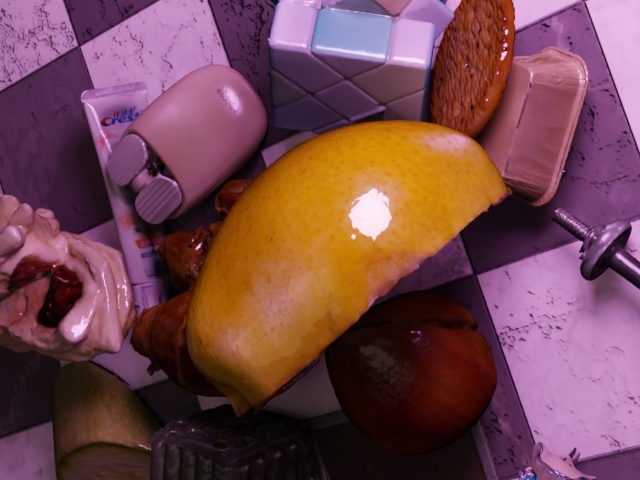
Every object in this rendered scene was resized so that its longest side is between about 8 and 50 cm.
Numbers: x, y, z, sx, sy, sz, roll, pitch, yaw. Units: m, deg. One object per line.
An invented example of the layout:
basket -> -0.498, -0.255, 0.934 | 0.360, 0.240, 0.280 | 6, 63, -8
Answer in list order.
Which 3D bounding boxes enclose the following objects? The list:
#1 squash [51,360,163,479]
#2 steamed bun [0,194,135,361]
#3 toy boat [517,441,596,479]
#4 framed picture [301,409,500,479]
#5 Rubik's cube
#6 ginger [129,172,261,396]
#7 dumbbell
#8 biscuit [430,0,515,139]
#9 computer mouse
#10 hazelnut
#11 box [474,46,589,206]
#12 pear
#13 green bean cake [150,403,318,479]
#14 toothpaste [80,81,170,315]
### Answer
squash -> -0.315, 0.289, 2.061 | 0.237, 0.155, 0.204 | -33, 116, 34
steamed bun -> -0.442, 0.040, 1.971 | 0.428, 0.189, 0.247 | 5, 86, 48
toy boat -> 0.263, 0.338, 1.635 | 0.084, 0.066, 0.210 | 30, 124, 32
framed picture -> 0.111, 0.306, 1.761 | 0.273, 0.016, 0.216 | -18, 87, 36
Rubik's cube -> 0.038, -0.255, 1.569 | 0.224, 0.265, 0.213 | 10, 64, 3
ginger -> -0.110, 0.076, 1.792 | 0.357, 0.152, 0.274 | -42, 74, 31
dumbbell -> 0.356, 0.044, 1.500 | 0.254, 0.081, 0.081 | 40, 119, 22
biscuit -> 0.174, -0.198, 1.556 | 0.188, 0.027, 0.188 | -168, 90, -71
computer mouse -> -0.178, -0.128, 1.823 | 0.236, 0.082, 0.145 | -38, 87, 21
hazelnut -> 0.100, 0.149, 1.617 | 0.208, 0.208, 0.208 | 7, 102, 34
box -> 0.241, -0.130, 1.546 | 0.111, 0.111, 0.177 | 23, 107, 30
pear -> 0.000, 0.000, 1.488 | 0.191, 0.386, 0.340 | 51, 158, 1
green bean cake -> -0.116, 0.285, 1.809 | 0.173, 0.181, 0.094 | 11, 108, 43
toothpaste -> -0.259, -0.057, 1.922 | 0.066, 0.100, 0.323 | 1, 103, 60
